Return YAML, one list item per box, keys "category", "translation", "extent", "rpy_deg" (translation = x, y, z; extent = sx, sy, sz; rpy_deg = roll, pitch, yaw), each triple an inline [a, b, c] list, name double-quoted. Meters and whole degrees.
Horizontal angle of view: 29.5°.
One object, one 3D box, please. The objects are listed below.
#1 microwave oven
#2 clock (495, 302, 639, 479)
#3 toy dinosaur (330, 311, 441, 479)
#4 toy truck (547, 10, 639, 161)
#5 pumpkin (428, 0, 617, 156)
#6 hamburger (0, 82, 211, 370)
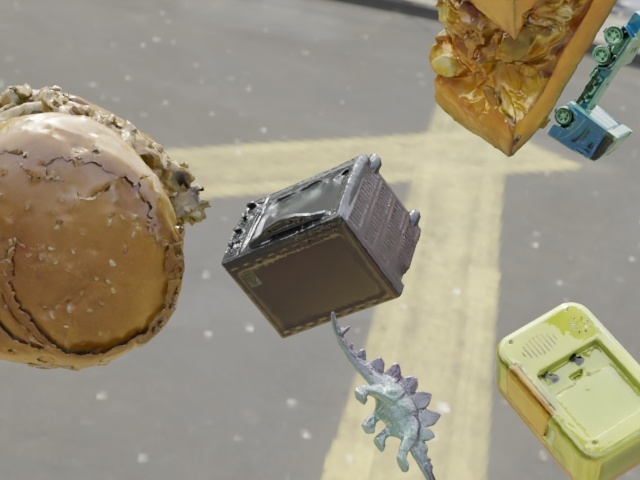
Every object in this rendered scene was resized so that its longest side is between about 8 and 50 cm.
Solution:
- category: "microwave oven"
  translation: [0.000, 0.002, 1.850]
  extent: [0.247, 0.188, 0.178]
  rpy_deg: [-23, 25, 32]
- category: "clock"
  translation: [0.317, 0.188, 1.479]
  extent: [0.143, 0.096, 0.202]
  rpy_deg: [-29, 55, -12]
- category: "toy dinosaur"
  translation: [0.069, 0.165, 1.296]
  extent: [0.082, 0.039, 0.209]
  rpy_deg: [-29, 82, -34]
- category: "toy truck"
  translation: [0.340, -0.176, 1.399]
  extent: [0.081, 0.175, 0.067]
  rpy_deg: [39, 29, 18]
- category: "pumpkin"
  translation: [0.155, -0.218, 1.080]
  extent: [0.190, 0.281, 0.139]
  rpy_deg: [1, 34, -47]
- category: "hamburger"
  translation: [-0.227, -0.019, 1.085]
  extent: [0.260, 0.245, 0.211]
  rpy_deg: [-12, 20, 0]
